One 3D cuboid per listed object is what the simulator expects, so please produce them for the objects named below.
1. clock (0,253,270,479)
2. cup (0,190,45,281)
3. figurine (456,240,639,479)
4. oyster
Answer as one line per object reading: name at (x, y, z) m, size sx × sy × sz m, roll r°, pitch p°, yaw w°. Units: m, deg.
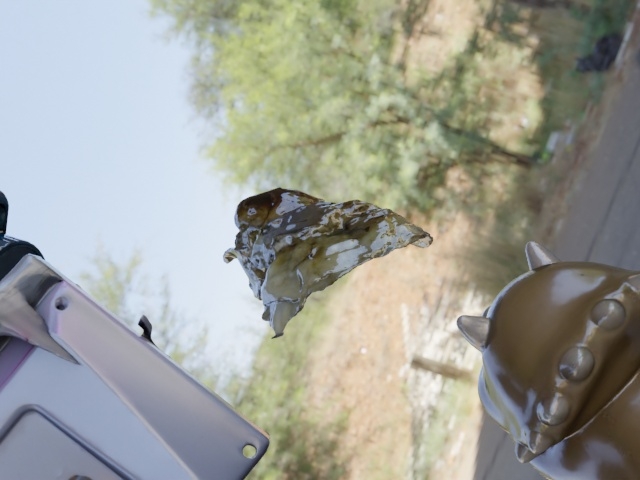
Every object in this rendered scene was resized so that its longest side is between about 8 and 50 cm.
clock at (-0.170, 0.151, 0.611) m, size 0.253 × 0.186 × 0.083 m, roll -53°, pitch -1°, yaw -8°
cup at (-0.289, 0.018, 0.781) m, size 0.131 × 0.155 × 0.176 m, roll 15°, pitch -92°, yaw -74°
figurine at (0.216, 0.107, 0.764) m, size 0.247 × 0.177 × 0.173 m, roll 53°, pitch 171°, yaw 46°
oyster at (-0.015, 0.005, 0.953) m, size 0.233 × 0.162 × 0.107 m, roll -2°, pitch 107°, yaw 64°
